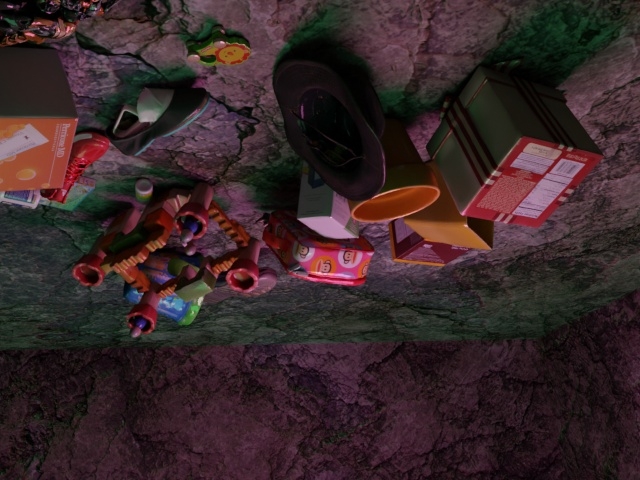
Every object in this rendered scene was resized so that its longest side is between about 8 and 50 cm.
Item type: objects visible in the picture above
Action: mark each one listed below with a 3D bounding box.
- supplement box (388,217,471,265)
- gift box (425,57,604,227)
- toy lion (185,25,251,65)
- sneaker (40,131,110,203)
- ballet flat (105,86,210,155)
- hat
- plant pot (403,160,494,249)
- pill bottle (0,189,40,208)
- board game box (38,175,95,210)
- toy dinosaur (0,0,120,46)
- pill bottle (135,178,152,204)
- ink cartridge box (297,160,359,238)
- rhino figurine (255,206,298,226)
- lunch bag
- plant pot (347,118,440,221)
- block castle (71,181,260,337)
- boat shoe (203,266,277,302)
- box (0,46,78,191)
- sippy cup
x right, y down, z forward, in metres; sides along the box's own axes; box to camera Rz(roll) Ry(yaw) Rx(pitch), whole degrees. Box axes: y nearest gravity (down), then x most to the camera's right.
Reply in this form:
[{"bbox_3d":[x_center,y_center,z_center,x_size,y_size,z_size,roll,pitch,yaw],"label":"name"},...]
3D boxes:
[{"bbox_3d":[0.343,-0.021,1.892,0.191,0.129,0.194,6,155,-24],"label":"supplement box"},{"bbox_3d":[0.411,-0.213,1.309,0.255,0.258,0.276,11,133,-29],"label":"gift box"},{"bbox_3d":[-0.183,-0.349,1.148,0.100,0.034,0.096,-17,162,27],"label":"toy lion"},{"bbox_3d":[-0.557,-0.152,1.409,0.221,0.128,0.087,-22,152,35],"label":"sneaker"},{"bbox_3d":[-0.349,-0.250,1.272,0.280,0.095,0.096,-23,139,36],"label":"ballet flat"},{"bbox_3d":[0.052,-0.245,1.262,0.134,0.331,0.331,-39,168,-22],"label":"hat"},{"bbox_3d":[0.335,-0.099,1.636,0.187,0.212,0.212,-4,161,33],"label":"plant pot"},{"bbox_3d":[-0.755,-0.121,1.521,0.120,0.067,0.067,14,151,-37],"label":"pill bottle"},{"bbox_3d":[-0.654,-0.126,1.582,0.103,0.026,0.154,15,150,-38],"label":"board game box"},{"bbox_3d":[-0.426,-0.361,0.937,0.322,0.164,0.218,-43,158,24],"label":"toy dinosaur"},{"bbox_3d":[-0.455,-0.123,1.606,0.043,0.043,0.083,2,157,-15],"label":"pill bottle"},{"bbox_3d":[0.029,-0.126,1.469,0.093,0.212,0.154,-2,162,29],"label":"ink cartridge box"},{"bbox_3d":[-0.073,-0.038,1.800,0.243,0.106,0.073,6,154,-24],"label":"rhino figurine"},{"bbox_3d":[-0.025,0.009,1.619,0.258,0.120,0.293,7,-162,-24],"label":"lunch bag"},{"bbox_3d":[0.148,-0.166,1.415,0.205,0.187,0.205,-12,164,-3],"label":"plant pot"},{"bbox_3d":[-0.413,0.067,1.675,0.453,0.212,0.303,-23,123,24],"label":"block castle"},{"bbox_3d":[-0.302,0.119,2.103,0.356,0.130,0.132,-11,154,29],"label":"boat shoe"},{"bbox_3d":[-0.630,-0.206,1.079,0.345,0.168,0.215,-8,153,-34],"label":"box"},{"bbox_3d":[-0.505,0.136,2.009,0.224,0.240,0.305,19,117,-25],"label":"sippy cup"}]
